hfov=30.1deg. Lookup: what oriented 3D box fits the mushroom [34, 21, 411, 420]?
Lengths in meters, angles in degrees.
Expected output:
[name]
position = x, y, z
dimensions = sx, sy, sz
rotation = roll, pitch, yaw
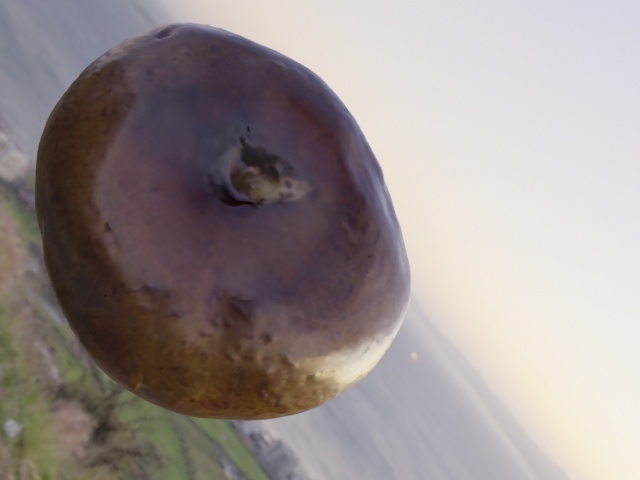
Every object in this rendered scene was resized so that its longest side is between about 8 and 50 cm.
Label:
[mushroom]
position = -0.071, 0.007, 0.834
dimensions = 0.267, 0.267, 0.254
rotation = 52, -32, 30
